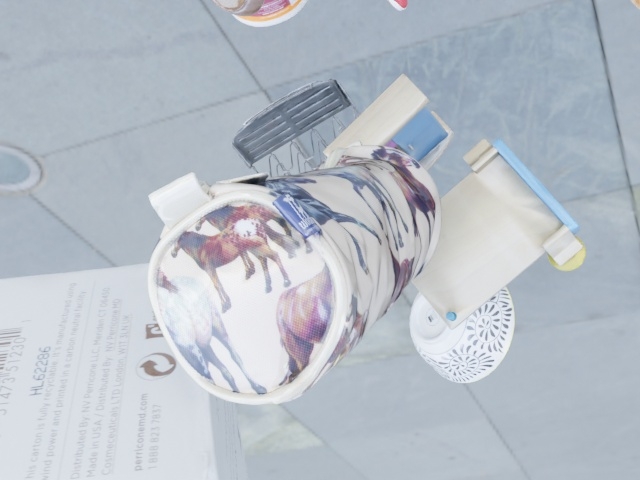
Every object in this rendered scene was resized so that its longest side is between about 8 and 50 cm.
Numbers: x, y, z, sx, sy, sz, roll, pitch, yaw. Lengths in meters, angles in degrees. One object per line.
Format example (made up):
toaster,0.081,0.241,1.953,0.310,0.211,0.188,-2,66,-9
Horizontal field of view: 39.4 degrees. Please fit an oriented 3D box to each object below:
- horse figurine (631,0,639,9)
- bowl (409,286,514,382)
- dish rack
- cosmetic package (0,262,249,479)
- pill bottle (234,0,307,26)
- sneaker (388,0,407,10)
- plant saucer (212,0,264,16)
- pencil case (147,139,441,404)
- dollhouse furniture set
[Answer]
horse figurine,0.342,-0.204,0.778,0.263,0.066,0.174,43,166,-5
bowl,0.180,0.112,1.254,0.080,0.170,0.170,13,146,-41
dish rack,0.004,-0.111,1.357,0.208,0.074,0.271,-31,134,10
cosmetic package,-0.244,0.278,0.929,0.327,0.329,0.394,-7,125,-3
pill bottle,-0.168,-0.680,2.000,0.224,0.224,0.392,-9,155,11
sneaker,0.115,-0.392,1.269,0.067,0.042,0.119,-14,102,36
plant saucer,-0.170,-0.485,1.629,0.168,0.029,0.169,28,138,28
pencil case,0.000,0.000,0.834,0.159,0.184,0.410,-17,-175,21
dollhouse furniture set,0.140,-0.003,1.135,0.286,0.303,0.198,-43,163,10
